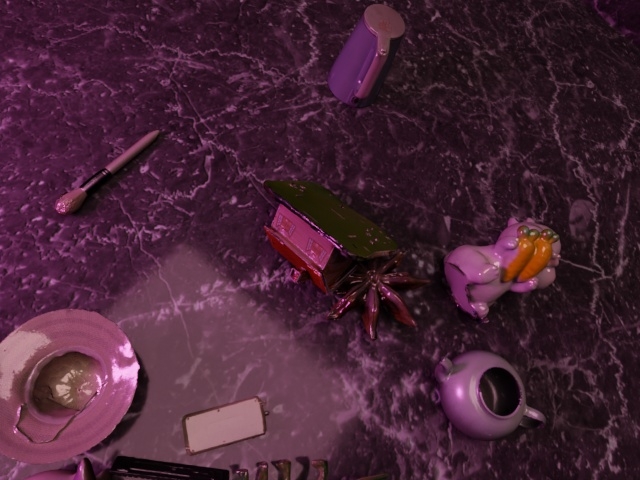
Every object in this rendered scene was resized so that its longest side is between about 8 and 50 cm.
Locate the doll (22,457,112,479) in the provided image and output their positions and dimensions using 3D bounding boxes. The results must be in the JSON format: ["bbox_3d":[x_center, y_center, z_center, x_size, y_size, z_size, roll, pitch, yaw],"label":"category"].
[{"bbox_3d":[-0.469,0.488,0.606,0.370,0.215,0.226,-24,60,-22],"label":"doll"}]

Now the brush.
[{"bbox_3d":[-0.470,-0.164,0.985,0.042,0.039,0.299,35,61,1],"label":"brush"}]

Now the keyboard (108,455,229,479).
[{"bbox_3d":[-0.265,0.415,0.784,0.205,0.061,0.013,14,84,-11],"label":"keyboard"}]

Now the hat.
[{"bbox_3d":[-0.440,0.253,0.771,0.252,0.110,0.252,5,62,-9],"label":"hat"}]

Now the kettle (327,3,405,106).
[{"bbox_3d":[0.123,-0.482,1.189,0.160,0.243,0.210,17,65,-10],"label":"kettle"}]

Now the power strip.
[{"bbox_3d":[-0.179,0.357,0.854,0.169,0.028,0.076,-8,70,-18],"label":"power strip"}]

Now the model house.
[{"bbox_3d":[0.000,0.001,0.989,0.294,0.154,0.207,39,26,28],"label":"model house"}]

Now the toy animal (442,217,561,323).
[{"bbox_3d":[0.458,0.051,1.077,0.310,0.247,0.182,-29,95,-10],"label":"toy animal"}]

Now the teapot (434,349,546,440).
[{"bbox_3d":[0.365,0.340,0.972,0.294,0.129,0.193,29,63,-3],"label":"teapot"}]

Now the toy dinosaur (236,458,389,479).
[{"bbox_3d":[-0.073,0.557,0.771,0.447,0.087,0.300,1,69,-12],"label":"toy dinosaur"}]

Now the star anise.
[{"bbox_3d":[0.122,0.097,1.024,0.288,0.088,0.288,2,66,-4],"label":"star anise"}]
